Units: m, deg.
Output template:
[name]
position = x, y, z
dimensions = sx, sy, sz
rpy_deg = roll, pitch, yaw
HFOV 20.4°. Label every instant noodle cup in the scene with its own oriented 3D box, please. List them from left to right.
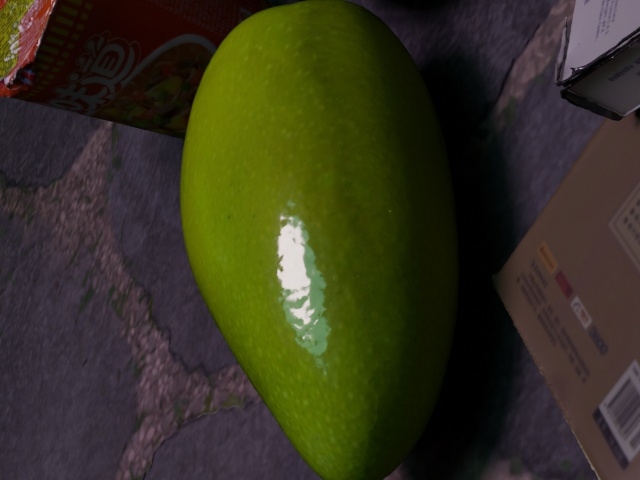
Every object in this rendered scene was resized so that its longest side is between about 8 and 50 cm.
[instant noodle cup]
position = -0.146, -0.163, 1.404
dimensions = 0.193, 0.212, 0.193
rpy_deg = -36, 44, 44

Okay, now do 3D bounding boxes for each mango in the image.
[mango]
position = 0.000, 0.000, 1.120
dimensions = 0.192, 0.156, 0.343
rpy_deg = -47, 39, 40

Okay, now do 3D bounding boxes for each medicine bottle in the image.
[medicine bottle]
position = 0.203, -0.185, 0.958
dimensions = 0.171, 0.052, 0.201
rpy_deg = -35, 36, 53

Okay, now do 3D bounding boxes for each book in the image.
[book]
position = 0.212, -0.031, 0.921
dimensions = 0.310, 0.021, 0.217
rpy_deg = -56, 32, 24
